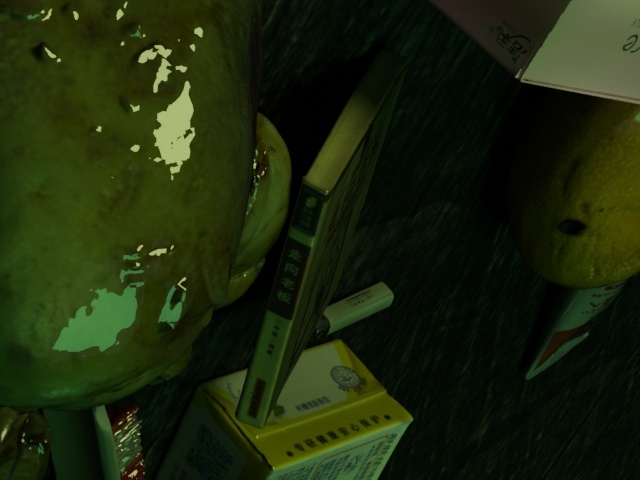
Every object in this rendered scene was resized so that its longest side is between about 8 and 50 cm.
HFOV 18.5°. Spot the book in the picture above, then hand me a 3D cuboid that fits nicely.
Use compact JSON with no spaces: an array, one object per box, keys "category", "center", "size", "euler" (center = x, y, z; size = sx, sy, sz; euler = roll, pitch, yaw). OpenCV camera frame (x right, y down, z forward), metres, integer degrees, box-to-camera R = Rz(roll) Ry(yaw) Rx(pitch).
[{"category":"book","center":[0.000,0.000,1.331],"size":[0.161,0.026,0.231],"euler":[-61,171,-46]}]

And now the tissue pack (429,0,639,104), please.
[{"category":"tissue pack","center":[0.164,-0.169,1.279],"size":[0.246,0.148,0.092],"euler":[2,128,-54]}]

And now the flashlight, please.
[{"category":"flashlight","center":[0.021,0.056,1.525],"size":[0.083,0.018,0.018],"euler":[-23,147,-37]}]

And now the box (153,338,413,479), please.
[{"category":"box","center":[-0.056,0.218,1.555],"size":[0.168,0.097,0.265],"euler":[-17,142,-45]}]

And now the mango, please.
[{"category":"mango","center":[0.233,-0.078,1.538],"size":[0.177,0.120,0.295],"euler":[-21,143,-27]}]

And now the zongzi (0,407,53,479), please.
[{"category":"zongzi","center":[-0.319,0.191,1.101],"size":[0.300,0.138,0.286],"euler":[4,123,-55]}]

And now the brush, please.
[{"category":"brush","center":[-0.153,0.101,1.298],"size":[0.050,0.060,0.321],"euler":[-47,157,-27]}]

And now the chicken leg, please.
[{"category":"chicken leg","center":[-0.090,0.014,1.247],"size":[0.103,0.088,0.227],"euler":[-30,157,-53]}]

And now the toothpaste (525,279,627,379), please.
[{"category":"toothpaste","center":[0.246,0.048,1.815],"size":[0.089,0.057,0.234],"euler":[-32,158,-28]}]

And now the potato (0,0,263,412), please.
[{"category":"potato","center":[-0.114,-0.069,0.884],"size":[0.173,0.307,0.210],"euler":[-2,152,3]}]
